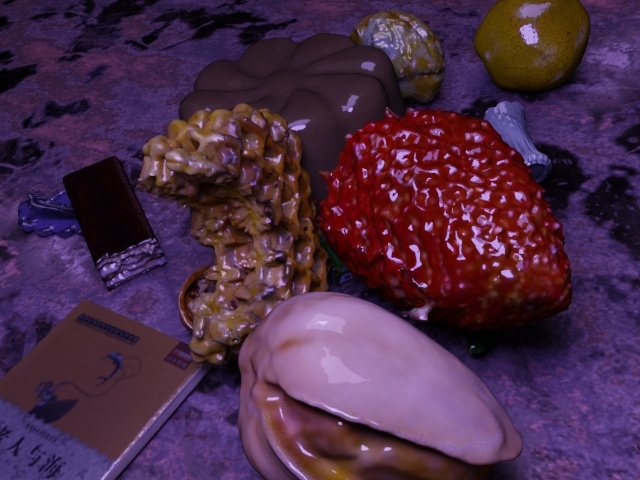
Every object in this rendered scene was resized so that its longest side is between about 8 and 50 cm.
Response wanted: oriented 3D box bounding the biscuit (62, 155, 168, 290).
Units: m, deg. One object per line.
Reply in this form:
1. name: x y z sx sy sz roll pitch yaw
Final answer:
1. biscuit: -0.341 -0.033 1.251 0.106 0.070 0.252 -25 50 -12

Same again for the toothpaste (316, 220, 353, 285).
1. toothpaste: 0.000 0.000 1.164 0.043 0.037 0.178 -22 41 -16

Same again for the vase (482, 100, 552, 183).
1. vase: 0.317 -0.151 1.214 0.081 0.081 0.148 -14 44 0

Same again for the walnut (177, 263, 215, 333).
1. walnut: -0.160 0.091 1.089 0.091 0.052 0.121 34 52 -3

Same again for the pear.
1. pear: 0.380 -0.358 1.354 0.198 0.198 0.198 -8 41 7

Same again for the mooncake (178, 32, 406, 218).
1. mooncake: -0.046 -0.191 1.238 0.378 0.201 0.378 -10 32 7

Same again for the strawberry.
1. strawberry: 0.142 -0.010 0.934 0.292 0.292 0.343 -15 28 0

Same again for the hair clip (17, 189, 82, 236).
1. hair clip: -0.450 -0.059 1.356 0.195 0.052 0.124 4 49 14

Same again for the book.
1. book: -0.355 0.250 0.988 0.269 0.032 0.389 16 50 30

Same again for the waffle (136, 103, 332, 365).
1. waffle: -0.101 -0.010 0.984 0.151 0.324 0.261 -3 16 30

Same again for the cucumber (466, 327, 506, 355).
1. cucumber: 0.243 0.090 0.993 0.036 0.033 0.184 7 41 47

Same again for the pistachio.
1. pistachio: 0.046 0.184 0.807 0.321 0.229 0.238 26 21 27

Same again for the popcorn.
1. popcorn: 0.132 -0.312 1.384 0.198 0.198 0.212 14 81 29
